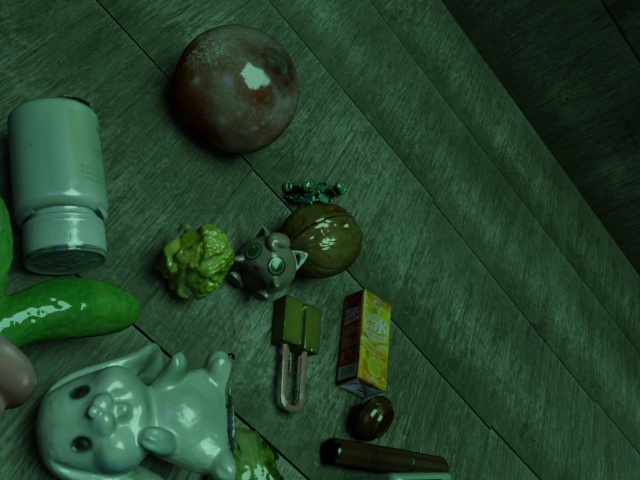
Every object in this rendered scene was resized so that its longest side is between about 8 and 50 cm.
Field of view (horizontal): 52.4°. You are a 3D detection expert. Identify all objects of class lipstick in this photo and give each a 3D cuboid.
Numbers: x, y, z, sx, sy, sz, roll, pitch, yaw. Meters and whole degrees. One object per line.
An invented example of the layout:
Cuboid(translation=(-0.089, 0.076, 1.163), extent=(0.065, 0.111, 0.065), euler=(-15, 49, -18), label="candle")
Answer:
Cuboid(translation=(0.146, 0.471, 1.395), extent=(0.357, 0.057, 0.057), euler=(24, 53, -38), label="lipstick")

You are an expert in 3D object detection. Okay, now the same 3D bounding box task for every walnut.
Cuboid(translation=(0.000, 0.000, 1.419), extent=(0.207, 0.167, 0.167), euler=(-9, 76, -51), label="walnut")

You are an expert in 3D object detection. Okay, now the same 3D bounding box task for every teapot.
Cuboid(translation=(0.108, 0.377, 1.401), extent=(0.129, 0.078, 0.098), euler=(-4, 113, -58), label="teapot")

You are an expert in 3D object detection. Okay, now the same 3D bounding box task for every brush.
Cuboid(translation=(-0.053, 0.235, 1.319), extent=(0.103, 0.047, 0.233), euler=(28, 52, -35), label="brush")

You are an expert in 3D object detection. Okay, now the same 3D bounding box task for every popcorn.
Cuboid(translation=(-0.225, 0.034, 1.168), extent=(0.126, 0.145, 0.125), euler=(36, 52, -18), label="popcorn")

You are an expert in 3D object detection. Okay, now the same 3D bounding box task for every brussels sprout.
Cuboid(translation=(-0.126, 0.415, 1.107), extent=(0.139, 0.101, 0.180), euler=(0, 86, -30), label="brussels sprout")

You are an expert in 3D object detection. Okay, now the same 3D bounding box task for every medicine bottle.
Cuboid(translation=(-0.413, -0.084, 1.030), extent=(0.144, 0.143, 0.257), euler=(7, 63, -45), label="medicine bottle")

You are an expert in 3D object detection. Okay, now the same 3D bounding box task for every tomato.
Cuboid(translation=(-0.166, -0.324, 1.366), extent=(0.270, 0.227, 0.270), euler=(26, 52, -40), label="tomato")

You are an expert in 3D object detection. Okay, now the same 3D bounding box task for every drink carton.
Cuboid(translation=(0.100, 0.231, 1.468), extent=(0.096, 0.071, 0.222), euler=(33, 47, -31), label="drink carton")

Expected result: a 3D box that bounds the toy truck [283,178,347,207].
Cuboid(translation=(-0.009, -0.104, 1.535), extent=(0.154, 0.080, 0.077), euler=(-4, 93, -48), label="toy truck")

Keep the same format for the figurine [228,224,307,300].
Cuboid(translation=(-0.109, 0.046, 1.299), extent=(0.125, 0.125, 0.138), euler=(45, 68, -21), label="figurine")

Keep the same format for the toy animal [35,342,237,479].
Cuboid(translation=(-0.266, 0.264, 0.980), extent=(0.289, 0.174, 0.249), euler=(32, 44, -21), label="toy animal")

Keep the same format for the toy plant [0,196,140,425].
Cuboid(translation=(-0.435, 0.142, 0.833), extent=(0.317, 0.211, 0.356), euler=(46, 42, -30), label="toy plant")

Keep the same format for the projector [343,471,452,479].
Cuboid(translation=(0.154, 0.553, 1.279), extent=(0.243, 0.164, 0.177), euler=(21, 54, -44), label="projector")
